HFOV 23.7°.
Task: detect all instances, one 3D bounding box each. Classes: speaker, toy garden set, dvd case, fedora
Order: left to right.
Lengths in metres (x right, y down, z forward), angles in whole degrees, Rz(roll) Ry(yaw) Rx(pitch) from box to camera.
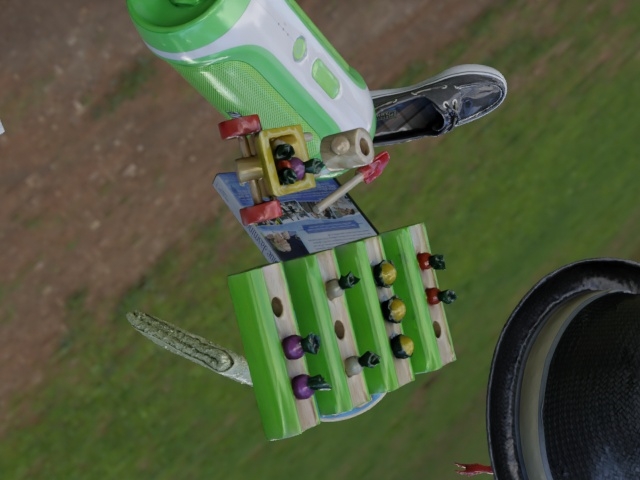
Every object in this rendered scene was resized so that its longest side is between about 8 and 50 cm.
[{"bbox_3d":[-0.055,-0.162,1.380,0.131,0.131,0.296,-43,146,4],"label":"speaker"},{"bbox_3d":[0.000,0.000,1.888,0.180,0.253,0.022,-7,137,-40],"label":"dvd case"},{"bbox_3d":[0.024,0.007,1.044,0.049,0.204,0.244,-13,-178,31],"label":"toy garden set"},{"bbox_3d":[0.314,0.173,1.443,0.334,0.334,0.152,-38,-172,-28],"label":"fedora"}]

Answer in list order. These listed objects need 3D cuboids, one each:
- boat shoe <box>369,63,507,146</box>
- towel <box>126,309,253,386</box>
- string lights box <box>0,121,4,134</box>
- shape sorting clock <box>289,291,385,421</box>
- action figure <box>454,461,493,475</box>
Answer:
[{"bbox_3d":[0.136,-0.163,1.915,0.228,0.076,0.080,-10,124,-16],"label":"boat shoe"},{"bbox_3d":[-0.127,0.116,1.605,0.027,0.148,0.110,-66,151,-6],"label":"towel"},{"bbox_3d":[-0.354,-0.057,1.076,0.133,0.077,0.259,-16,-168,25],"label":"string lights box"},{"bbox_3d":[0.009,0.142,2.070,0.206,0.206,0.040,-40,175,-14],"label":"shape sorting clock"},{"bbox_3d":[0.227,0.340,1.797,0.139,0.091,0.280,-6,-158,11],"label":"action figure"}]
